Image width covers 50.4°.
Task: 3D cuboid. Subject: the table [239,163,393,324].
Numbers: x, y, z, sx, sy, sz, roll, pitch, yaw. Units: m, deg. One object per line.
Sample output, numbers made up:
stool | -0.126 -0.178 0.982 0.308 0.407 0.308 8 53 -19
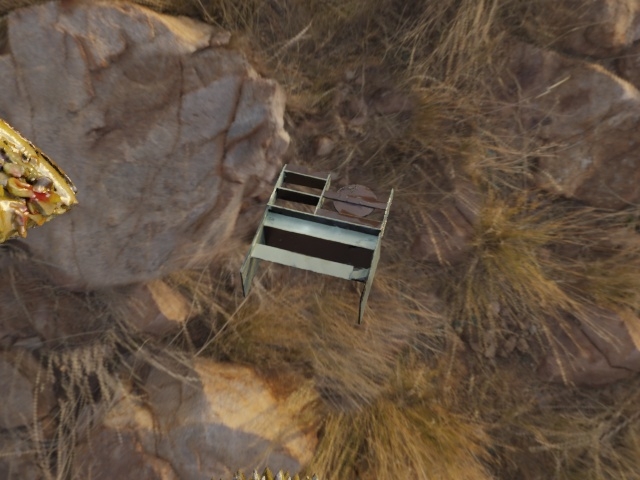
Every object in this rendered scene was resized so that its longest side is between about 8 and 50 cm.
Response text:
table | 0.000 0.000 0.832 0.146 0.062 0.175 13 53 10

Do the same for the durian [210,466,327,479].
durian | -0.032 0.240 0.522 0.183 0.249 0.138 -34 103 -21

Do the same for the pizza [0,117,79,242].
pizza | -0.460 -0.097 0.867 0.074 0.288 0.251 -33 102 22
